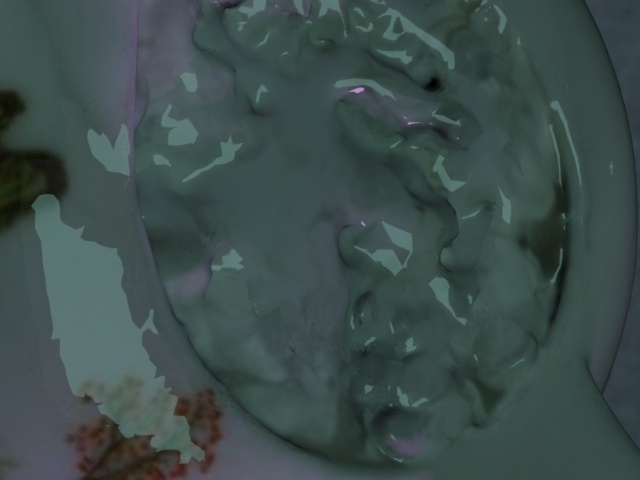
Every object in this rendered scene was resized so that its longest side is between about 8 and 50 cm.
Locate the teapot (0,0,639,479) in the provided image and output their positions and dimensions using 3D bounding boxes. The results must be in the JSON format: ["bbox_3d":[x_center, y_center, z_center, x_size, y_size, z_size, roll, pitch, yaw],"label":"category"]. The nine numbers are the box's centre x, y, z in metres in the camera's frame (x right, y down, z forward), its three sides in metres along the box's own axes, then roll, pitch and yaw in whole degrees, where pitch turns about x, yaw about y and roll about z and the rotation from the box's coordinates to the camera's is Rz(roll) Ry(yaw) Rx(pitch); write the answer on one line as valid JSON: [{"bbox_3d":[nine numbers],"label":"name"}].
[{"bbox_3d":[0.000,0.000,0.384,0.204,0.139,0.298,-45,111,-28],"label":"teapot"}]
